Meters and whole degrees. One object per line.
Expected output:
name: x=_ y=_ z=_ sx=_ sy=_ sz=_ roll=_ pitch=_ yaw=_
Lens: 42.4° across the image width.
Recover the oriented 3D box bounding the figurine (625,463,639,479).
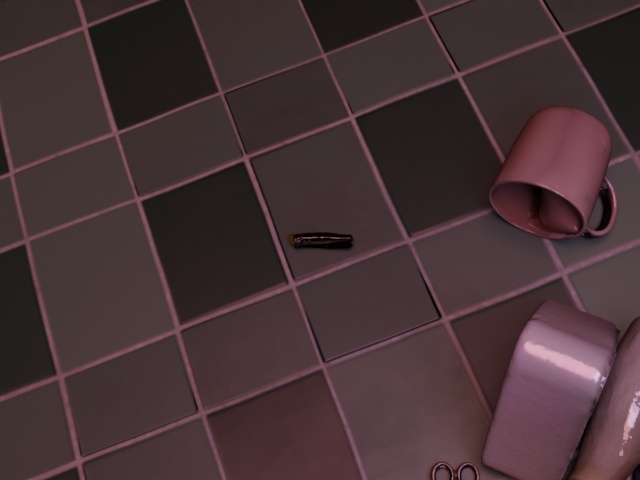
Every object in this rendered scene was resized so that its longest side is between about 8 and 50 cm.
figurine: x=0.578 y=0.491 z=1.228 sx=0.211 sy=0.253 sz=0.361 roll=-31 pitch=98 yaw=10

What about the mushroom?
mushroom: x=0.510 y=0.325 z=1.402 sx=0.126 sy=0.177 sz=0.397 roll=18 pitch=75 yaw=33

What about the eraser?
eraser: x=0.390 y=0.231 z=1.381 sx=0.150 sy=0.331 sz=0.331 roll=23 pitch=72 yaw=16

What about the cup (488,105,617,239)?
cup: x=0.478 y=-0.119 z=1.601 sx=0.253 sy=0.191 sz=0.200 roll=34 pitch=69 yaw=-12

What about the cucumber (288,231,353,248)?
cucumber: x=0.000 y=-0.001 z=1.681 sx=0.135 sy=0.033 sz=0.034 roll=-1 pitch=34 yaw=5

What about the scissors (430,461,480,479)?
scissors: x=0.238 y=0.500 z=1.443 sx=0.088 sy=0.017 sz=0.220 roll=0 pitch=67 yaw=4
